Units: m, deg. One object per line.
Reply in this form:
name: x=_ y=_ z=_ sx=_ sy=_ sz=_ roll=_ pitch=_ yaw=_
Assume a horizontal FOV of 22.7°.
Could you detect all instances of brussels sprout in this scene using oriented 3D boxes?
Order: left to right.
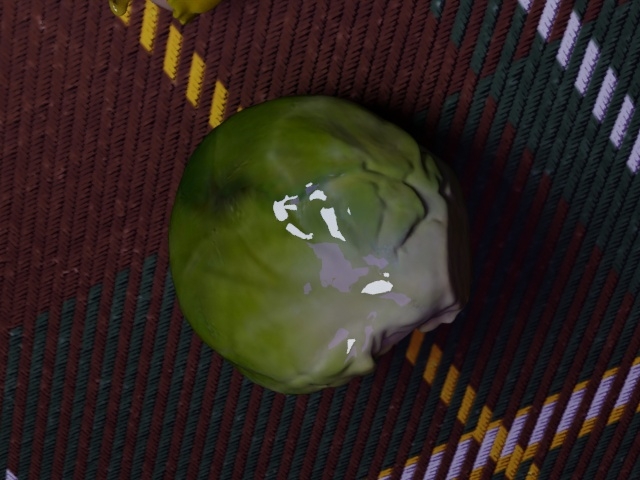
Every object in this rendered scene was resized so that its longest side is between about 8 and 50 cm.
brussels sprout: x=0.000 y=0.000 z=1.692 sx=0.344 sy=0.268 sz=0.344 roll=4 pitch=100 yaw=24

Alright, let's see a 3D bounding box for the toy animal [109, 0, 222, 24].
toy animal: x=-0.107 y=-0.293 z=1.568 sx=0.230 sy=0.156 sz=0.156 roll=-16 pitch=127 yaw=1
